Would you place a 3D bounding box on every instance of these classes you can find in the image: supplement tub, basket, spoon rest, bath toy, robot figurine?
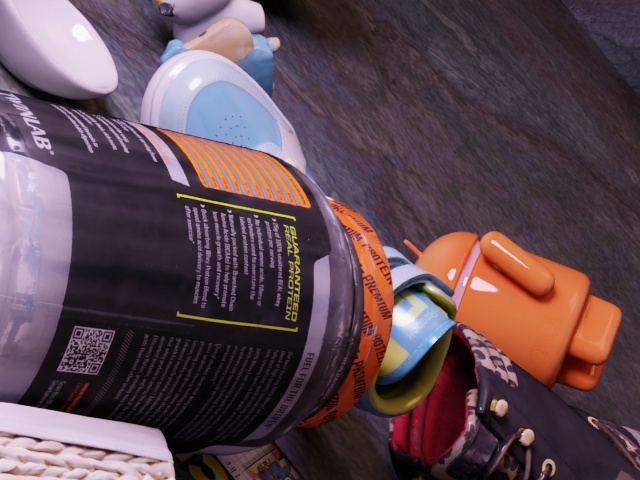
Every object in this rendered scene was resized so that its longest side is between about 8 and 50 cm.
[{"bbox_3d":[-0.124,0.029,1.063,0.338,0.207,0.207,11,41,-44],"label":"supplement tub"},{"bbox_3d":[-0.159,0.166,0.939,0.167,0.113,0.103,17,39,-51],"label":"basket"},{"bbox_3d":[-0.269,-0.199,1.392,0.276,0.084,0.137,25,31,-42],"label":"spoon rest"},{"bbox_3d":[-0.145,-0.283,1.722,0.129,0.151,0.348,-10,49,-14],"label":"bath toy"},{"bbox_3d":[0.175,0.067,1.630,0.219,0.128,0.158,20,-2,10],"label":"robot figurine"}]

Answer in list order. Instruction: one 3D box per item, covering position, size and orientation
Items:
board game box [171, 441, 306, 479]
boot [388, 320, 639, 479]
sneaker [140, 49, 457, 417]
[{"bbox_3d":[-0.094,0.135,1.223,0.260,0.030,0.136,50,24,6],"label":"board game box"},{"bbox_3d":[0.204,0.241,1.445,0.284,0.138,0.377,35,27,-24],"label":"boot"},{"bbox_3d":[0.000,0.000,1.274,0.208,0.127,0.319,17,-37,51],"label":"sneaker"}]
